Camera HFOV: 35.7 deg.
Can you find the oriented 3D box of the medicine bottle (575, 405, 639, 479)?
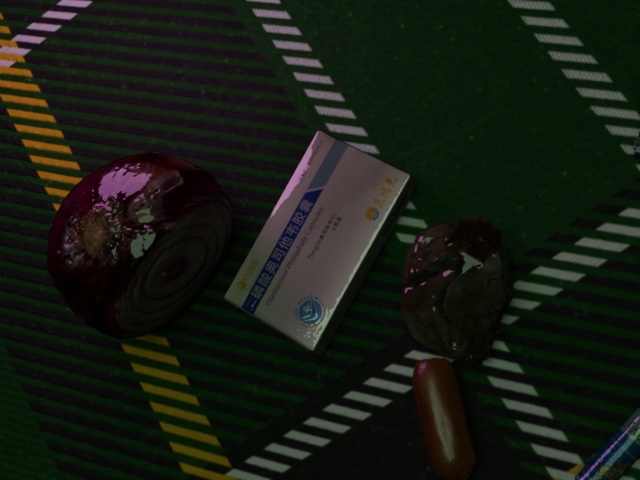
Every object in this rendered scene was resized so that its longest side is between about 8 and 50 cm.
[{"bbox_3d":[0.461,0.302,1.487,0.051,0.051,0.191,41,93,23],"label":"medicine bottle"}]

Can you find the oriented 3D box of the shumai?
[{"bbox_3d":[0.203,0.068,1.563,0.184,0.185,0.218,13,82,22],"label":"shumai"}]

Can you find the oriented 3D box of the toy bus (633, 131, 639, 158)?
[{"bbox_3d":[0.527,-0.170,1.582,0.046,0.038,0.083,18,86,18],"label":"toy bus"}]

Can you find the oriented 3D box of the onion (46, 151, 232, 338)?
[{"bbox_3d":[-0.325,-0.013,1.739,0.260,0.282,0.336,40,106,26],"label":"onion"}]

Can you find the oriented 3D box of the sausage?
[{"bbox_3d":[0.196,0.284,1.577,0.076,0.076,0.197,-16,74,16],"label":"sausage"}]

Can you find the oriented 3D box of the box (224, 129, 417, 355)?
[{"bbox_3d":[0.000,0.000,1.719,0.200,0.065,0.343,29,88,24],"label":"box"}]
